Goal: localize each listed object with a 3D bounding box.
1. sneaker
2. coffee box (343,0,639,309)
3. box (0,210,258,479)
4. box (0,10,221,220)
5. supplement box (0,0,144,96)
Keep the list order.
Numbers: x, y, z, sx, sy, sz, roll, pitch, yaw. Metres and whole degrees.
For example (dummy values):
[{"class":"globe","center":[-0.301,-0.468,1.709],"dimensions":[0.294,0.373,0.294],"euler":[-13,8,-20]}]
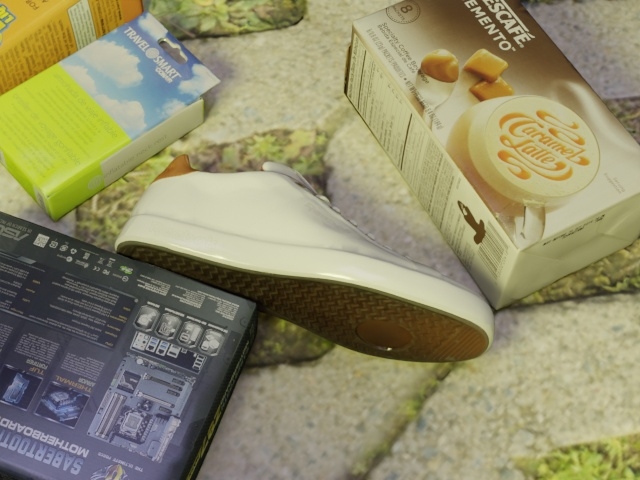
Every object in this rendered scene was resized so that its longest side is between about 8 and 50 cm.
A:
[{"class":"sneaker","center":[0.000,0.000,0.901],"dimensions":[0.290,0.106,0.123],"euler":[18,57,6]},{"class":"coffee box","center":[0.140,-0.088,0.966],"dimensions":[0.141,0.098,0.246],"euler":[-23,63,-16]},{"class":"box","center":[-0.184,0.094,0.861],"dimensions":[0.232,0.059,0.183],"euler":[18,59,7]},{"class":"box","center":[-0.183,-0.108,0.994],"dimensions":[0.178,0.042,0.109],"euler":[-36,67,-22]},{"class":"supplement box","center":[-0.262,-0.174,1.012],"dimensions":[0.078,0.080,0.233],"euler":[37,66,21]}]
